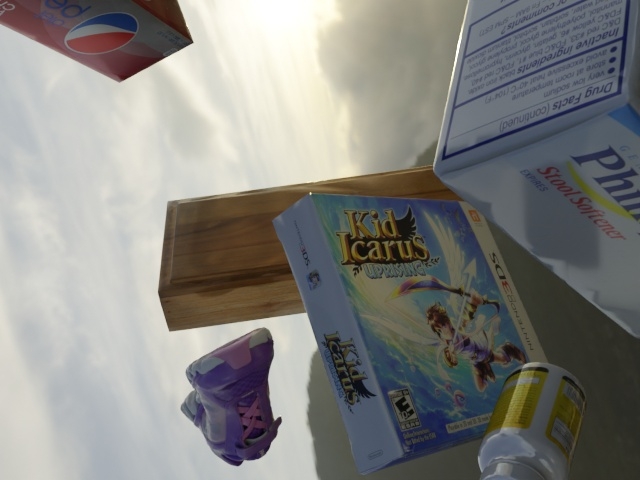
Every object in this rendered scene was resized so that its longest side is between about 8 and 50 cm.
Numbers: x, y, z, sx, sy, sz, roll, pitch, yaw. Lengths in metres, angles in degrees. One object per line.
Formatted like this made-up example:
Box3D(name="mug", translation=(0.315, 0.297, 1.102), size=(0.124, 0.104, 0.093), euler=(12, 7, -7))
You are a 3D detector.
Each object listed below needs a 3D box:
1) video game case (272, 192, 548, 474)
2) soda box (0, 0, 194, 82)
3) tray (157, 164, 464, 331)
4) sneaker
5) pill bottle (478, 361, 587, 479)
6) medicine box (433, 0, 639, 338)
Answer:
Box3D(name="video game case", translation=(0.104, 0.075, 0.816), size=(0.270, 0.061, 0.244), euler=(-1, -117, -46))
Box3D(name="soda box", translation=(-0.201, -0.206, 0.629), size=(0.092, 0.084, 0.263), euler=(69, -164, 12))
Box3D(name="tray", translation=(0.000, 0.000, 1.115), size=(0.202, 0.411, 0.076), euler=(-98, 0, -53))
Box3D(name="sneaker", translation=(-0.081, 0.171, 0.866), size=(0.104, 0.095, 0.236), euler=(60, 157, 19))
Box3D(name="pill bottle", translation=(0.152, 0.148, 0.611), size=(0.116, 0.065, 0.065), euler=(-50, -49, -49))
Box3D(name="medicine box", translation=(0.241, -0.115, 0.621), size=(0.263, 0.149, 0.289), euler=(34, -123, -31))
